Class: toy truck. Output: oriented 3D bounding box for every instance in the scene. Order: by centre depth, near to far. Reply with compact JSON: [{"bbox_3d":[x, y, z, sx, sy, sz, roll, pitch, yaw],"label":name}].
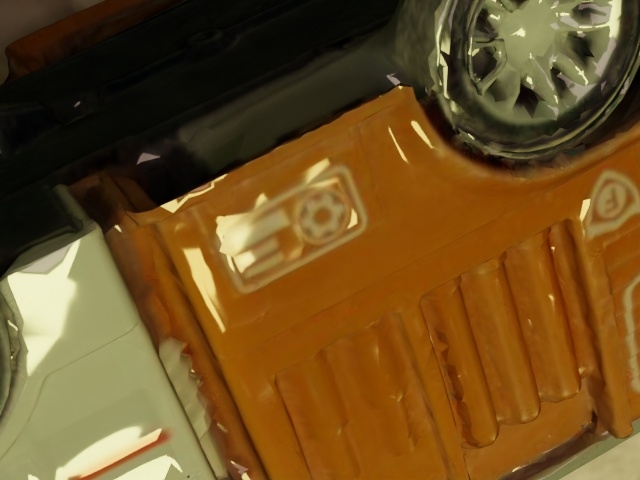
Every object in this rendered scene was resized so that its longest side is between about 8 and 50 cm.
[{"bbox_3d":[0.000,0.000,0.426,0.388,0.173,0.207,-27,121,-12],"label":"toy truck"}]
